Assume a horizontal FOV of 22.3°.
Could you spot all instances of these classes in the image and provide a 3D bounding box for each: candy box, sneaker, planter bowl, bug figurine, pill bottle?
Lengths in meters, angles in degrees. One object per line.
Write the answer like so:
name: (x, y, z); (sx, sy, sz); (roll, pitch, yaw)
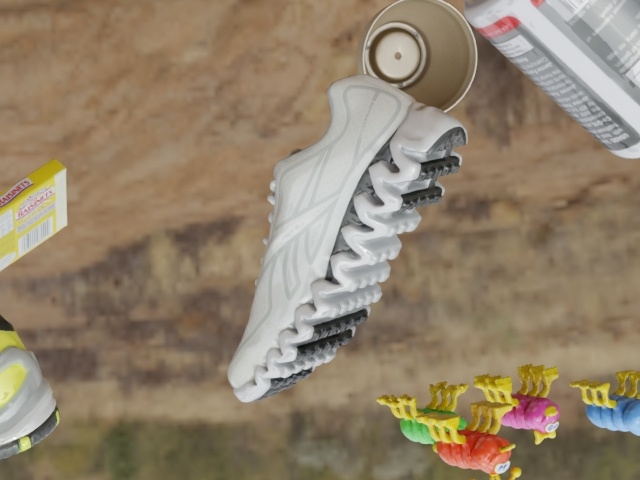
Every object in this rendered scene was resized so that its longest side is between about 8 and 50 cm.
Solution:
candy box: (-0.361, -0.001, 1.769); (0.206, 0.027, 0.105); (-37, 154, -30)
sneaker: (0.000, 0.000, 1.308); (0.292, 0.118, 0.110); (-58, 161, 16)
planter bowl: (0.118, -0.248, 2.192); (0.162, 0.162, 0.109); (1, -173, -16)
bug figurine: (0.195, 0.180, 1.608); (0.279, 0.072, 0.216); (-8, -173, -31)
pill bottle: (0.286, -0.181, 1.531); (0.283, 0.161, 0.161); (40, 145, -16)
sneaker: (-0.463, 0.183, 1.621); (0.384, 0.147, 0.145); (-19, -173, -13)
